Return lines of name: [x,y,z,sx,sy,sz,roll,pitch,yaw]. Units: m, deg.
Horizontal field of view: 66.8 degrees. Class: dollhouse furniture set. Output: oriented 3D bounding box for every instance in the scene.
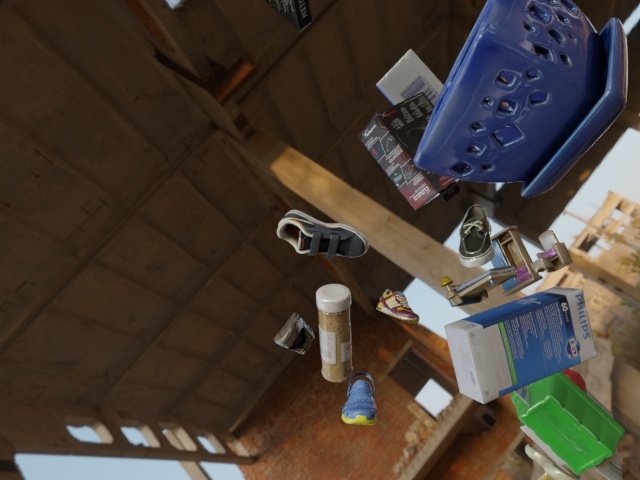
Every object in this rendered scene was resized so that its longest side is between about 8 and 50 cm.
dollhouse furniture set: [0.554,0.056,1.542,0.303,0.198,0.286,-5,-26,-31]

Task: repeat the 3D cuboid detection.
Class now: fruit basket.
fruit basket: [0.648,0.436,1.296,0.165,0.327,0.353,-51,-12,22]

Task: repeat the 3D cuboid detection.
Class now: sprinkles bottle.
sprinkles bottle: [0.053,0.335,1.740,0.121,0.121,0.356,-26,-57,-39]

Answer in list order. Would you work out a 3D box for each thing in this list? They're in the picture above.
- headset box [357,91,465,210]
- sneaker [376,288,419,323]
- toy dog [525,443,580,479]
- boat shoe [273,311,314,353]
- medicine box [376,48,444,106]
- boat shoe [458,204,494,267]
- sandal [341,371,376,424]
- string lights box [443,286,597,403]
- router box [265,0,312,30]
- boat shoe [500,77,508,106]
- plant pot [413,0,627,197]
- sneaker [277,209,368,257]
headset box: [0.281,-0.238,1.336,0.218,0.293,0.110,-34,-6,-34]
sneaker: [0.246,0.201,1.514,0.069,0.185,0.084,25,-96,-31]
toy dog: [0.647,0.852,1.353,0.408,0.395,0.284,-59,-4,-4]
boat shoe: [-0.082,0.358,1.858,0.132,0.130,0.355,-53,-4,0]
medicine box: [0.334,-0.457,1.580,0.149,0.263,0.289,-42,2,18]
boat shoe: [0.348,-0.014,1.101,0.070,0.077,0.219,68,-155,-21]
sandal: [0.142,0.566,1.746,0.317,0.126,0.138,5,-91,-88]
string lights box: [0.370,0.184,0.889,0.259,0.076,0.134,-15,-87,-17]
router box: [-0.087,-0.580,1.094,0.046,0.133,0.179,-43,-16,-7]
boat shoe: [0.531,-0.341,1.374,0.116,0.325,0.096,-23,-9,30]
plant pot: [0.296,-0.217,0.712,0.236,0.212,0.236,110,-175,-54]
sneaker: [0.000,0.000,1.672,0.127,0.321,0.126,-52,-24,-53]
